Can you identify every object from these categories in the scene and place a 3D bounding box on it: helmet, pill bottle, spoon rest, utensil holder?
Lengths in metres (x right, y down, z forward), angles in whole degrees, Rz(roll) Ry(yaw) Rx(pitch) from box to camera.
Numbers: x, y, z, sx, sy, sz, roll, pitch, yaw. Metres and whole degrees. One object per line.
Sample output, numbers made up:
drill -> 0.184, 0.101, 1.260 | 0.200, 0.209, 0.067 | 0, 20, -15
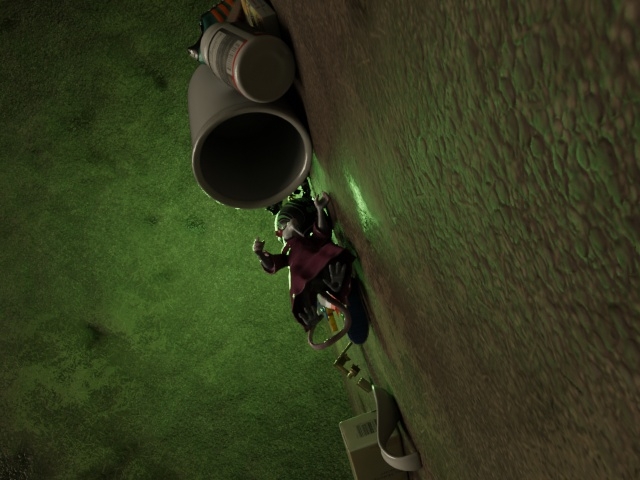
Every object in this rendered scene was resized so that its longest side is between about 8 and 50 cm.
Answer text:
helmet -> -0.057, -0.047, 1.944 | 0.161, 0.169, 0.169 | 46, 160, 37
pill bottle -> -0.193, -0.463, 1.653 | 0.283, 0.161, 0.161 | 42, 153, 50
spoon rest -> 0.176, 0.486, 1.688 | 0.276, 0.084, 0.137 | -118, 12, -62
utensil holder -> -0.221, -0.335, 1.881 | 0.386, 0.327, 0.328 | -109, 4, -47

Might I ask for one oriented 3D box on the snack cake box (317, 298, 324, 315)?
snack cake box -> -0.011, 0.152, 2.585 | 0.152, 0.089, 0.265 | 81, 171, -71

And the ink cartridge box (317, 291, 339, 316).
ink cartridge box -> 0.021, 0.122, 1.841 | 0.179, 0.045, 0.146 | -112, 24, -72

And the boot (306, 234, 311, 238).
boot -> -0.026, 0.046, 2.468 | 0.246, 0.083, 0.161 | -115, 3, -67

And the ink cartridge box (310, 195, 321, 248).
ink cartridge box -> 0.000, 0.000, 2.168 | 0.223, 0.045, 0.224 | -113, 8, -53

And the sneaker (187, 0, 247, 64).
sneaker -> -0.278, -0.631, 1.842 | 0.108, 0.120, 0.302 | 83, -153, -68

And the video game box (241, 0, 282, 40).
video game box -> -0.153, -0.560, 1.778 | 0.187, 0.048, 0.205 | 54, 164, 41

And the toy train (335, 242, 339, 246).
toy train -> 0.053, 0.042, 1.829 | 0.158, 0.027, 0.036 | -123, 12, -74

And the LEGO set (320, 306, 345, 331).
LEGO set -> 0.050, 0.233, 2.192 | 0.227, 0.086, 0.093 | -124, 17, -70

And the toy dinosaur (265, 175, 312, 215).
toy dinosaur -> -0.086, -0.192, 2.146 | 0.322, 0.164, 0.219 | 39, -135, -66

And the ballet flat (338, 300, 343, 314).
ballet flat -> 0.061, 0.166, 1.933 | 0.213, 0.068, 0.072 | -127, 21, -77

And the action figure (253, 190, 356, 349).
action figure -> -0.021, 0.056, 1.717 | 0.276, 0.248, 0.370 | 64, 174, -30

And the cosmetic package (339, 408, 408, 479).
cosmetic package -> 0.166, 0.653, 1.947 | 0.113, 0.160, 0.310 | -115, 8, -53

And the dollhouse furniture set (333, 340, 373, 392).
dollhouse furniture set -> 0.139, 0.417, 2.194 | 0.151, 0.123, 0.144 | 36, 169, 7

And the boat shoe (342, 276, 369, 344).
boat shoe -> 0.092, 0.185, 1.732 | 0.066, 0.066, 0.183 | 73, -171, -84
